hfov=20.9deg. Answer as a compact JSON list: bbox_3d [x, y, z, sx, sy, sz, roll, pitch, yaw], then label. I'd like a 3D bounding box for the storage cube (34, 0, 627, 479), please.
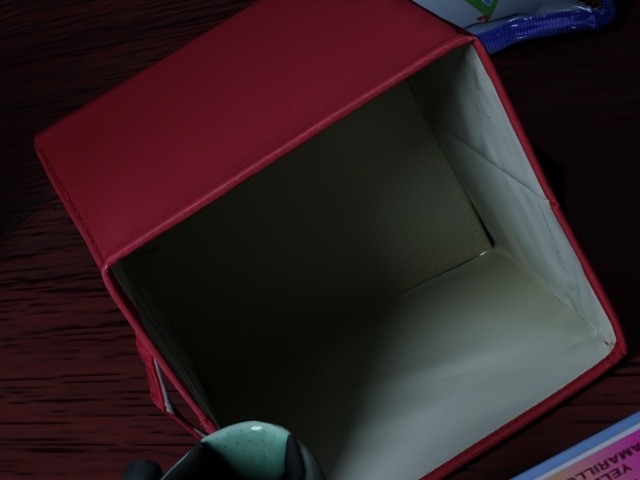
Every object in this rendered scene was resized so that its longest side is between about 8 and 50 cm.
[{"bbox_3d":[0.000,0.000,0.835,0.215,0.183,0.193,-33,26,-6],"label":"storage cube"}]

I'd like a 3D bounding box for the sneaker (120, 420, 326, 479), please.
[{"bbox_3d":[-0.038,0.172,0.593,0.094,0.151,0.256,-8,30,11],"label":"sneaker"}]

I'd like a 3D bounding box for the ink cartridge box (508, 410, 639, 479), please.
[{"bbox_3d":[0.164,0.190,0.403,0.270,0.151,0.395,-29,29,0],"label":"ink cartridge box"}]

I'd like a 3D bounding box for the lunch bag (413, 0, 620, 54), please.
[{"bbox_3d":[0.049,-0.348,1.157,0.239,0.385,0.328,-16,31,23],"label":"lunch bag"}]
